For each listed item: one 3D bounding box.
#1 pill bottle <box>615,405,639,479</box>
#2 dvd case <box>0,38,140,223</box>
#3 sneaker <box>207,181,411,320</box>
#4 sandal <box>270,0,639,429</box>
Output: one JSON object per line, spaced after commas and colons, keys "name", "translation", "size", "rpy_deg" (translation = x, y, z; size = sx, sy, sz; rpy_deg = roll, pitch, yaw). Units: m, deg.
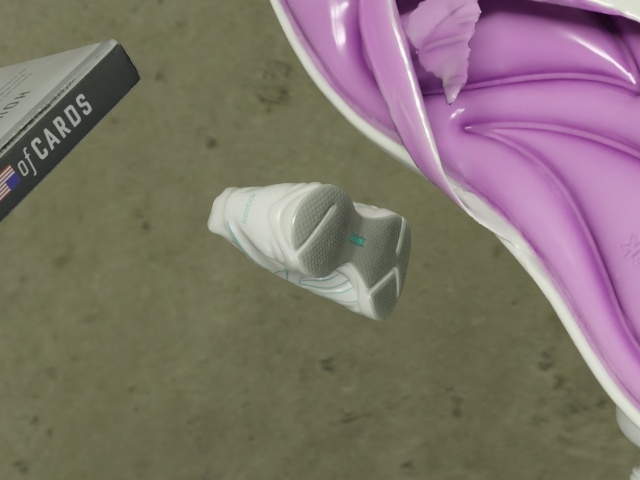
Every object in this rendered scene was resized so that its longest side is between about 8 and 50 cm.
{"name": "pill bottle", "translation": [0.232, 0.073, 0.820], "size": [0.103, 0.103, 0.184], "rpy_deg": [10, 95, 31]}
{"name": "dvd case", "translation": [-0.216, -0.020, 0.662], "size": [0.239, 0.179, 0.029], "rpy_deg": [-4, 128, 43]}
{"name": "sneaker", "translation": [0.000, 0.000, 0.681], "size": [0.061, 0.152, 0.053], "rpy_deg": [12, 80, 28]}
{"name": "sandal", "translation": [0.106, -0.072, 0.670], "size": [0.169, 0.102, 0.416], "rpy_deg": [-47, 65, 13]}
